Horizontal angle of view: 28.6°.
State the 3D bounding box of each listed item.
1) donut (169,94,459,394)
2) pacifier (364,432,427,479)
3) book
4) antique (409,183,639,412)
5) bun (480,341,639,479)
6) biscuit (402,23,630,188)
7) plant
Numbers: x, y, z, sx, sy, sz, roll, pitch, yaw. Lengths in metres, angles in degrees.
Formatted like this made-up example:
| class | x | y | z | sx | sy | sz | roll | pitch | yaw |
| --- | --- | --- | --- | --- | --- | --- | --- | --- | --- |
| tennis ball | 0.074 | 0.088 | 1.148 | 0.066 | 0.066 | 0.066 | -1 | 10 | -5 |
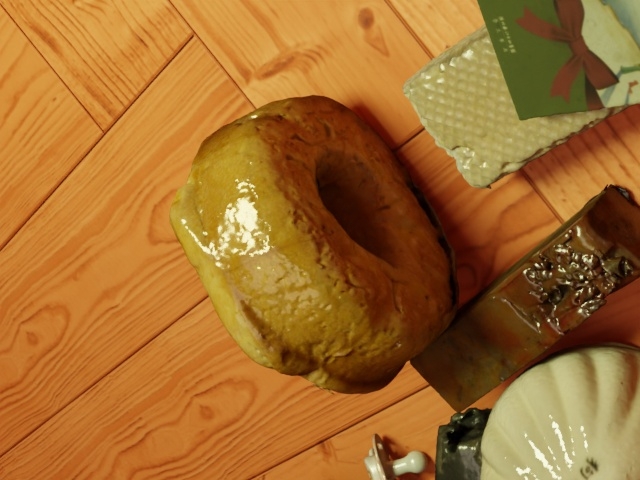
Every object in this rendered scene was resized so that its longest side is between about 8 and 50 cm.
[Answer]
| class | x | y | z | sx | sy | sz | roll | pitch | yaw |
| --- | --- | --- | --- | --- | --- | --- | --- | --- | --- |
| donut | 0.000 | 0.000 | 1.310 | 0.317 | 0.299 | 0.150 | 30 | 132 | -28 |
| pacifier | 0.099 | 0.287 | 1.592 | 0.078 | 0.081 | 0.099 | -21 | 83 | 12 |
| book | 0.254 | -0.204 | 1.018 | 0.289 | 0.026 | 0.201 | -6 | 114 | 41 |
| antique | 0.220 | 0.065 | 1.304 | 0.087 | 0.093 | 0.310 | 47 | 137 | 2 |
| bun | 0.279 | 0.243 | 1.255 | 0.263 | 0.175 | 0.263 | 2 | 97 | 15 |
| biscuit | 0.253 | -0.180 | 1.114 | 0.426 | 0.078 | 0.144 | -28 | 100 | 47 |
| plant | 0.216 | 0.321 | 1.454 | 0.164 | 0.142 | 0.256 | -11 | 108 | 42 |
